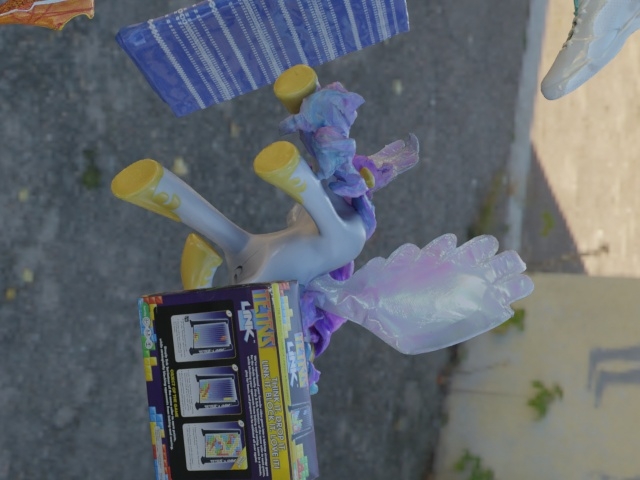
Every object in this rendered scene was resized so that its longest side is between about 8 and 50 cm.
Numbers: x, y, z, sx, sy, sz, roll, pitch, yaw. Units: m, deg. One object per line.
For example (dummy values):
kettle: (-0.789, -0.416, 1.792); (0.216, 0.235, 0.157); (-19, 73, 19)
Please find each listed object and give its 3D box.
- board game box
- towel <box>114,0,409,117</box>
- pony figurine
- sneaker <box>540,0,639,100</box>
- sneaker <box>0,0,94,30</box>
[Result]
board game box: (-0.080, 0.124, 1.042); (0.048, 0.141, 0.170); (-4, 88, -63)
towel: (-0.062, -0.259, 1.477); (0.243, 0.336, 0.040); (58, 13, -72)
pony figurine: (0.000, 0.000, 1.276); (0.351, 0.303, 0.363); (-33, 138, -7)
sneaker: (0.333, -0.267, 1.489); (0.094, 0.212, 0.080); (44, 4, -9)
sneaker: (-0.457, -0.372, 2.007); (0.064, 0.175, 0.067); (-124, -154, -57)
